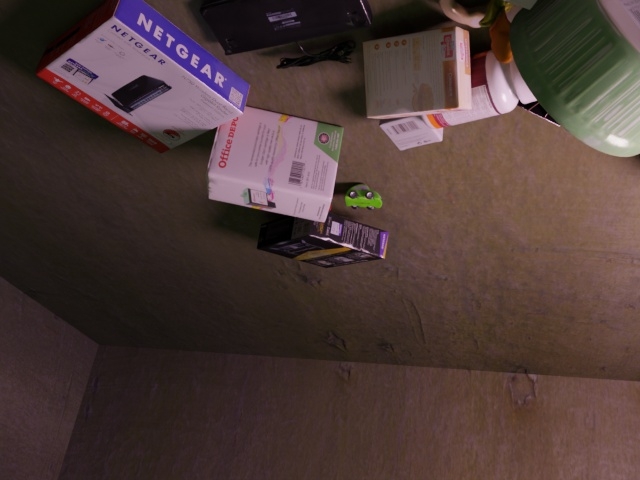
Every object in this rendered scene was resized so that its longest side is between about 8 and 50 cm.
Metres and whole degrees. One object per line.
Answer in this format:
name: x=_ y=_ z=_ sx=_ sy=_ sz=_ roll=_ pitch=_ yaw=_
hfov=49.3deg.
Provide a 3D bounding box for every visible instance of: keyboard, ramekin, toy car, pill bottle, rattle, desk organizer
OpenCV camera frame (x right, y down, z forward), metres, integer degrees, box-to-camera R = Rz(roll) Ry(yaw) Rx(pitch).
keyboard: x=-0.053 y=-0.402 z=1.324 sx=0.317 sy=0.033 sz=0.201 roll=-3 pitch=145 yaw=25
ramekin: x=0.459 y=-0.296 z=1.081 sx=0.303 sy=0.303 sz=0.148 roll=20 pitch=144 yaw=-20
toy car: x=0.050 y=-0.119 z=1.814 sx=0.225 sy=0.053 sz=0.239 roll=4 pitch=153 yaw=10
pill bottle: x=0.300 y=-0.291 z=1.322 sx=0.221 sy=0.121 sz=0.121 roll=-9 pitch=148 yaw=32
rattle: x=0.229 y=-0.390 z=1.142 sx=0.200 sy=0.142 sz=0.130 roll=25 pitch=164 yaw=-39
desk organizer: x=0.440 y=-0.278 z=1.380 sx=0.130 sy=0.050 sz=0.047 roll=20 pitch=152 yaw=-20

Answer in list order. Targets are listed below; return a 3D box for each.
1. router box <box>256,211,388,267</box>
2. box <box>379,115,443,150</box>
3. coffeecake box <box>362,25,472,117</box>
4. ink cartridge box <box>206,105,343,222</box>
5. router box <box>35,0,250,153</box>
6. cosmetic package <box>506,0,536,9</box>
router box: x=0.000 y=0.000 z=1.942 sx=0.243 sy=0.081 sz=0.309 roll=17 pitch=164 yaw=-29
box: x=0.192 y=-0.257 z=1.460 sx=0.101 sy=0.087 sz=0.102 roll=-10 pitch=148 yaw=33
coffeecake box: x=0.177 y=-0.303 z=1.283 sx=0.186 sy=0.142 sz=0.068 roll=0 pitch=-173 yaw=32
ink cartridge box: x=-0.103 y=-0.177 z=1.586 sx=0.278 sy=0.201 sz=0.117 roll=12 pitch=153 yaw=-4
router box: x=-0.375 y=-0.342 z=1.484 sx=0.301 sy=0.082 sz=0.335 roll=-16 pitch=143 yaw=40
cosmetic package: x=0.212 y=-0.422 z=1.007 sx=0.239 sy=0.098 sz=0.060 roll=12 pitch=144 yaw=-18
